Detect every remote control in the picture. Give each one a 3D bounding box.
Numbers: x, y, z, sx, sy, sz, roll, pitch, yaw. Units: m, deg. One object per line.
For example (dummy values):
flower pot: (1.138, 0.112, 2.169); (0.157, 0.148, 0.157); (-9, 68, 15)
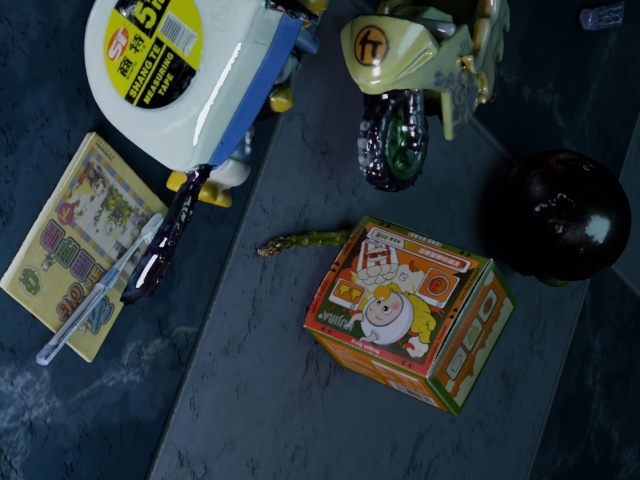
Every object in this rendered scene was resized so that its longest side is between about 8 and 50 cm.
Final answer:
remote control: (0.468, -0.374, 2.438); (0.152, 0.027, 0.043); (-18, 108, -54)

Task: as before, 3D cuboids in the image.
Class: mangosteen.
mangosteen: (0.362, -0.019, 2.254); (0.211, 0.211, 0.250); (-48, 165, -37)

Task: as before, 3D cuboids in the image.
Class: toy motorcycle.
toy motorcycle: (0.138, -0.261, 1.869); (0.410, 0.169, 0.237); (-60, 148, -34)

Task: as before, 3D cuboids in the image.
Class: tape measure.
tape measure: (-0.159, -0.130, 1.464); (0.098, 0.215, 0.351); (1, 124, -55)

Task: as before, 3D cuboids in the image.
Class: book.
book: (-0.238, 0.008, 1.524); (0.192, 0.013, 0.168); (-64, 144, -20)

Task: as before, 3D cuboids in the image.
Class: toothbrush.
toothbrush: (-0.226, 0.049, 1.528); (0.219, 0.016, 0.019); (-53, 148, -34)

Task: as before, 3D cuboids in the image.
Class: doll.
doll: (-0.082, -0.193, 1.581); (0.177, 0.141, 0.314); (16, 91, -72)

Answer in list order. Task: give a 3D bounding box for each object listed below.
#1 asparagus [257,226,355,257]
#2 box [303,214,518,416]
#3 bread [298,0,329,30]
asparagus: (0.000, 0.000, 1.862); (0.024, 0.025, 0.248); (-45, 160, 29)
box: (0.116, 0.093, 1.883); (0.177, 0.195, 0.148); (-60, 147, -14)
bread: (-0.071, -0.384, 1.443); (0.077, 0.084, 0.367); (-127, -160, -80)
